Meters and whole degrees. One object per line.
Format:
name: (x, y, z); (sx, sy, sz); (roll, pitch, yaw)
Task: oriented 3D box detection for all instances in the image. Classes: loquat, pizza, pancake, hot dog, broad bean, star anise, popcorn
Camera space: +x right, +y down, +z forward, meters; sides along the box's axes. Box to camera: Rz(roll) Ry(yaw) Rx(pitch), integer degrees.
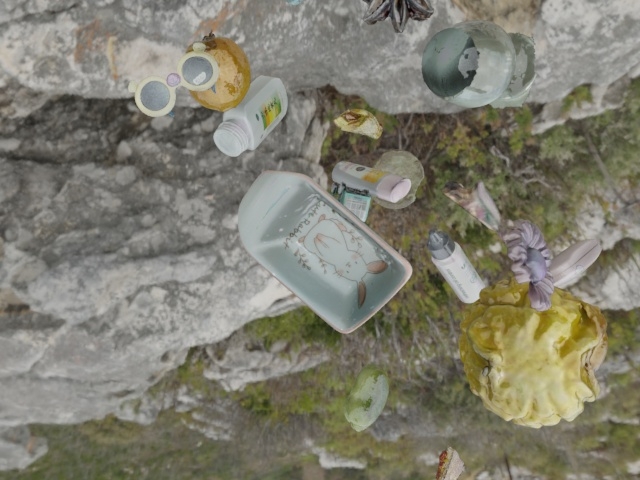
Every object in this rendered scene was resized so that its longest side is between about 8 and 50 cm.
loquat: (-0.305, -0.496, 1.604); (0.188, 0.176, 0.234); (-15, 116, -20)
pizza: (0.246, 0.440, 1.043); (0.029, 0.100, 0.099); (17, 174, 40)
pancake: (0.295, -0.240, 2.140); (0.223, 0.042, 0.236); (4, 108, 16)
hot dog: (0.113, -0.323, 1.475); (0.169, 0.078, 0.061); (5, 144, -38)
broad bean: (0.128, 0.422, 1.457); (0.082, 0.174, 0.124); (13, 154, 50)
star anise: (0.196, -0.628, 1.356); (0.223, 0.235, 0.109); (22, -178, 17)
popcorn: (0.508, 0.255, 1.301); (0.349, 0.348, 0.382); (-31, 164, 28)

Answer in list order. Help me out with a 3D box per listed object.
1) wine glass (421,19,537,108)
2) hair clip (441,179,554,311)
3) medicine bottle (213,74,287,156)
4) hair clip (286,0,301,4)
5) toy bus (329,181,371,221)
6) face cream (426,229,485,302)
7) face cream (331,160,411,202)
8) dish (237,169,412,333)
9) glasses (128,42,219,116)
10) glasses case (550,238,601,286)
wine glass: (0.432, -0.470, 1.477); (0.323, 0.238, 0.238); (-12, 149, -40)
hair clip: (0.349, -0.007, 1.011); (0.300, 0.173, 0.069); (46, 135, -9)
medicine bottle: (-0.239, -0.427, 1.893); (0.124, 0.324, 0.179); (18, 140, 21)
hair clip: (-0.048, -0.617, 0.860); (0.239, 0.318, 0.391); (4, 104, -34)
toy bus: (0.079, -0.114, 1.602); (0.091, 0.262, 0.109); (11, 95, -8)
face cream: (0.387, 0.067, 1.589); (0.092, 0.092, 0.311); (-23, 131, 22)
face cream: (0.163, -0.196, 1.792); (0.269, 0.107, 0.073); (25, 143, 40)
dish: (0.000, 0.000, 0.733); (0.234, 0.064, 0.154); (41, 123, -2)
glasses: (-0.294, -0.320, 1.212); (0.190, 0.088, 0.220); (-31, 174, 0)
glasses case: (0.697, 0.063, 1.525); (0.297, 0.075, 0.113); (-19, 162, -45)
